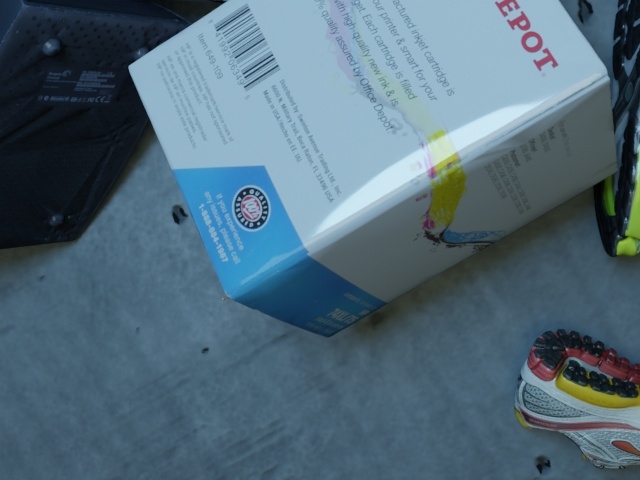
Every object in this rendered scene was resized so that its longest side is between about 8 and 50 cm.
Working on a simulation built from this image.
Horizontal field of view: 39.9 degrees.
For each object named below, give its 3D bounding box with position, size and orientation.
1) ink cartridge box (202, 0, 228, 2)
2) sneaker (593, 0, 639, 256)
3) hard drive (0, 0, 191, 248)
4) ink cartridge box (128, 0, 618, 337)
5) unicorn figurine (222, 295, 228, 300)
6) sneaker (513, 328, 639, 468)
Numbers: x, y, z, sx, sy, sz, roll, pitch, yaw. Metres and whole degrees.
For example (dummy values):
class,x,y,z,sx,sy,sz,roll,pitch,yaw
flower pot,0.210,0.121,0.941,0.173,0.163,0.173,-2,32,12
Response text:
class,x,y,z,sx,sy,sz,roll,pitch,yaw
ink cartridge box,-0.083,-0.274,0.715,0.219,0.092,0.160,6,103,6
sneaker,0.301,-0.130,0.698,0.121,0.111,0.300,4,108,-3
hard drive,-0.227,-0.094,0.722,0.054,0.172,0.255,51,124,23
ink cartridge box,0.047,-0.088,0.648,0.270,0.197,0.198,-30,68,11
unicorn figurine,0.000,0.000,0.786,0.111,0.060,0.162,22,90,12
sneaker,0.276,0.157,0.773,0.225,0.088,0.093,23,124,3
